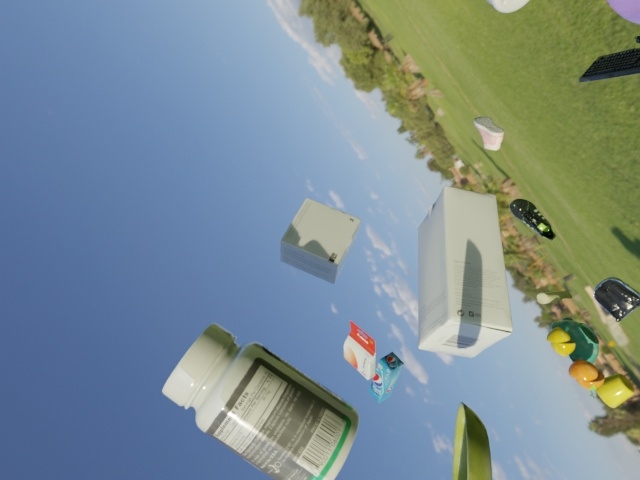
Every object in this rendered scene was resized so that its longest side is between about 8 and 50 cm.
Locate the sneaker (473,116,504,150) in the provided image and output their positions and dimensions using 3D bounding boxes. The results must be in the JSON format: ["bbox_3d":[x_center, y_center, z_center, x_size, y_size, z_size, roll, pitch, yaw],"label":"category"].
[{"bbox_3d":[0.478,-0.303,1.290,0.134,0.051,0.070,-108,7,-52],"label":"sneaker"}]

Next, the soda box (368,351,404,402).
[{"bbox_3d":[0.253,0.531,1.741,0.071,0.210,0.067,-20,-134,-34],"label":"soda box"}]

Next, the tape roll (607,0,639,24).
[{"bbox_3d":[0.612,-0.518,0.757,0.274,0.275,0.090,52,179,-15],"label":"tape roll"}]

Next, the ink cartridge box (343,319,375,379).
[{"bbox_3d":[0.141,0.400,1.641,0.145,0.045,0.179,35,142,45],"label":"ink cartridge box"}]

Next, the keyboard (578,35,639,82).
[{"bbox_3d":[0.971,-0.578,1.385,0.033,0.201,0.317,46,-178,-17],"label":"keyboard"}]

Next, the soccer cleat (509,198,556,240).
[{"bbox_3d":[0.637,-0.064,1.338,0.179,0.060,0.072,33,-158,-21],"label":"soccer cleat"}]

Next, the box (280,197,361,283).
[{"bbox_3d":[0.000,0.000,1.322,0.182,0.119,0.181,23,-122,10],"label":"box"}]

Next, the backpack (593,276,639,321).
[{"bbox_3d":[0.916,0.172,1.395,0.114,0.105,0.084,45,-148,19],"label":"backpack"}]

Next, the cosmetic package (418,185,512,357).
[{"bbox_3d":[0.353,0.078,1.156,0.156,0.217,0.384,11,-120,-3],"label":"cosmetic package"}]

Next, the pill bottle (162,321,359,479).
[{"bbox_3d":[-0.120,0.336,0.917,0.361,0.204,0.204,35,-159,1],"label":"pill bottle"}]

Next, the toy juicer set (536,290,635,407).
[{"bbox_3d":[0.620,0.249,1.136,0.209,0.089,0.329,19,-141,-26],"label":"toy juicer set"}]

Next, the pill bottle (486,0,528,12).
[{"bbox_3d":[0.422,-0.653,1.087,0.117,0.117,0.215,34,-152,-48],"label":"pill bottle"}]

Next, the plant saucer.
[{"bbox_3d":[0.224,0.368,0.670,0.241,0.037,0.240,3,-90,-77],"label":"plant saucer"}]
